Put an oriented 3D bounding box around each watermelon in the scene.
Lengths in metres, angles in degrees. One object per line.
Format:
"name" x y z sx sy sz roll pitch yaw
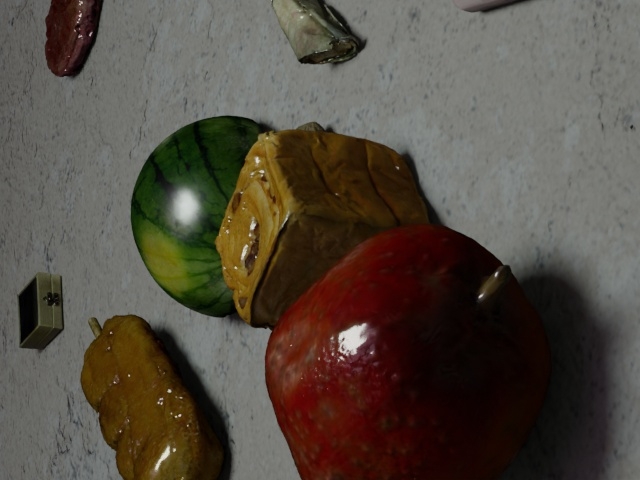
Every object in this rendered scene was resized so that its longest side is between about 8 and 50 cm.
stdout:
"watermelon" -0.131 -0.033 1.702 0.232 0.127 0.204 -115 39 -52

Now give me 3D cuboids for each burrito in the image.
"burrito" -0.009 -0.206 1.612 0.055 0.041 0.149 -56 36 16

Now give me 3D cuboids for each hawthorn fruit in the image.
"hawthorn fruit" 0.076 0.094 1.240 0.249 0.215 0.215 -45 45 37

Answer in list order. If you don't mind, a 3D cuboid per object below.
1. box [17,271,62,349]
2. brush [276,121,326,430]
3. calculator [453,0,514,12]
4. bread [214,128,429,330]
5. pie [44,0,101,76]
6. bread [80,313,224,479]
"box" -0.370 0.093 2.184 0.083 0.035 0.079 -42 48 50
"brush" -0.024 0.034 1.588 0.042 0.039 0.299 6 91 22
"calculator" 0.156 -0.243 1.337 0.175 0.032 0.100 -6 78 61
"bread" 0.000 0.000 1.444 0.158 0.143 0.149 -59 30 35
"pie" -0.334 -0.296 2.221 0.153 0.038 0.153 -20 67 61
"bread" -0.192 0.172 1.802 0.124 0.084 0.344 -51 36 8
